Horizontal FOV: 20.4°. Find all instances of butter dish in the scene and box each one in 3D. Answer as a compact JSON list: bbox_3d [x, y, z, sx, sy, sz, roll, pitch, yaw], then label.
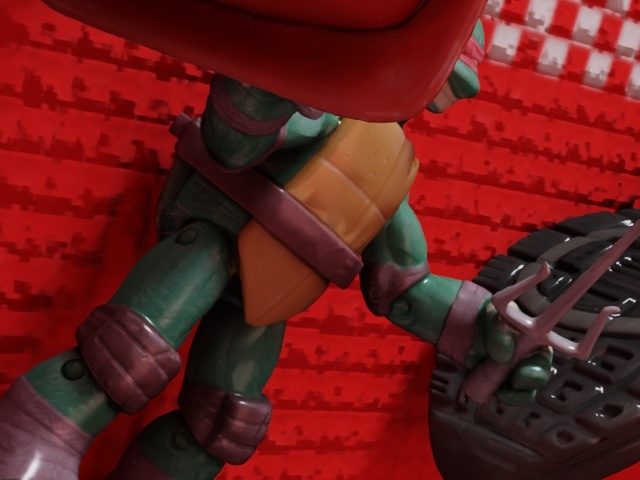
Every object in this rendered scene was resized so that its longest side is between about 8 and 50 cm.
[{"bbox_3d":[-0.023,-0.130,0.424,0.118,0.160,0.160,28,87,-50],"label":"butter dish"}]

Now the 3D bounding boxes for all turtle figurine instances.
[{"bbox_3d":[0.000,0.000,0.542,0.234,0.118,0.175,-51,129,1],"label":"turtle figurine"}]

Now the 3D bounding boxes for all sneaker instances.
[{"bbox_3d":[0.158,0.038,0.735,0.286,0.109,0.130,-31,134,-31],"label":"sneaker"}]
